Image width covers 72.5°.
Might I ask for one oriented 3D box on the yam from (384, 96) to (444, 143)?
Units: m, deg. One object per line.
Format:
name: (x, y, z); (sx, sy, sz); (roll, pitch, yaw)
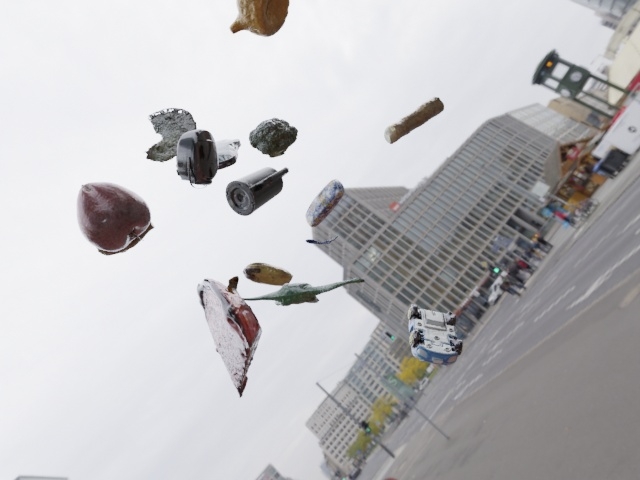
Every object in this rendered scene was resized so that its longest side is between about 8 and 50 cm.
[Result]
yam: (0.320, -0.411, 1.489); (0.299, 0.066, 0.066); (-38, -25, -31)

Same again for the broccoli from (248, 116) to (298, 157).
broccoli: (-0.150, -0.341, 1.446); (0.162, 0.146, 0.138); (-37, -27, -15)

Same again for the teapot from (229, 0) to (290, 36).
teapot: (-0.216, -0.847, 1.540); (0.311, 0.166, 0.203); (-58, -21, -11)

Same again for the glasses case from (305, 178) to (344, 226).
glasses case: (0.015, -0.156, 1.846); (0.065, 0.087, 0.248); (-3, -33, -41)

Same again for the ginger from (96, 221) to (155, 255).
ginger: (-0.871, -0.020, 1.956); (0.263, 0.116, 0.109); (-38, -6, -24)

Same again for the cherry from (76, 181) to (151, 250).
cherry: (-0.818, -0.096, 1.710); (0.261, 0.307, 0.221); (-49, 14, -25)

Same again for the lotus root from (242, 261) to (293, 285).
lotus root: (-0.271, 0.176, 2.247); (0.097, 0.258, 0.110); (-89, 13, -70)

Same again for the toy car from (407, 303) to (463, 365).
toy car: (0.438, 0.390, 1.725); (0.314, 0.198, 0.166); (-76, -6, -62)

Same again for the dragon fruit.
dragon fruit: (-0.219, 0.202, 1.087); (0.100, 0.282, 0.344); (-25, -25, -28)

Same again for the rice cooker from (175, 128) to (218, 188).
rice cooker: (-0.427, -0.283, 1.515); (0.142, 0.118, 0.203); (-14, -70, -71)

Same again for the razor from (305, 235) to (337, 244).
razor: (0.002, 0.004, 1.899); (0.044, 0.154, 0.028); (-46, -55, -52)

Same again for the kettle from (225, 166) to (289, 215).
kettle: (-0.350, -0.310, 2.443); (0.308, 0.203, 0.262); (-41, -17, -49)

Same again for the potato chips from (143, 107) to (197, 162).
potato chips: (-0.551, -0.384, 1.580); (0.029, 0.201, 0.220); (72, -154, -73)

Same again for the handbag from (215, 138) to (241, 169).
handbag: (-0.486, -0.416, 2.095); (0.191, 0.332, 0.075); (-12, -58, 3)

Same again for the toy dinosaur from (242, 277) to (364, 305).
toy dinosaur: (-0.080, 0.186, 1.521); (0.446, 0.087, 0.301); (-8, -7, -3)
